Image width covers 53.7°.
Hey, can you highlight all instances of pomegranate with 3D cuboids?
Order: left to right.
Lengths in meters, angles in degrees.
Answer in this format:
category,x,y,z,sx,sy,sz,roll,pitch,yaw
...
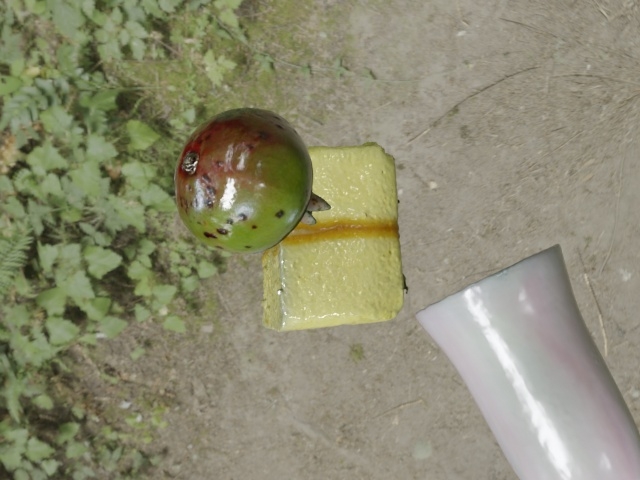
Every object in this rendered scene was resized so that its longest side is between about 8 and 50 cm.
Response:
category,x,y,z,sx,sy,sz,roll,pitch,yaw
pomegranate,-0.053,-0.057,0.564,0.129,0.159,0.129,18,119,37

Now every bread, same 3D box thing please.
category,x,y,z,sx,sy,sz,roll,pitch,yaw
bread,0.000,0.000,0.945,0.236,0.198,0.263,158,111,-70

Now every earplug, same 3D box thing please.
category,x,y,z,sx,sy,sz,roll,pitch,yaw
earplug,0.243,0.174,0.665,0.172,0.172,0.301,-32,79,31
